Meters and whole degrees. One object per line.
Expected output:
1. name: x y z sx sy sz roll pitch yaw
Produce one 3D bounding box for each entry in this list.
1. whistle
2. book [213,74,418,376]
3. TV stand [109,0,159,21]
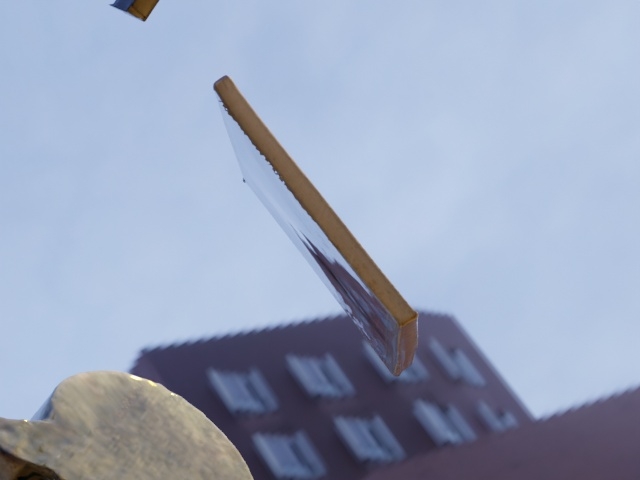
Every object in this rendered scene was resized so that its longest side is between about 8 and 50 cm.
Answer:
1. whistle: -0.217 0.188 1.197 0.405 0.188 0.168 25 -57 -28
2. book: 0.001 -0.001 1.029 0.018 0.170 0.242 -37 -9 -5
3. TV stand: -0.071 -0.265 1.251 0.042 0.036 0.249 35 -94 -43
